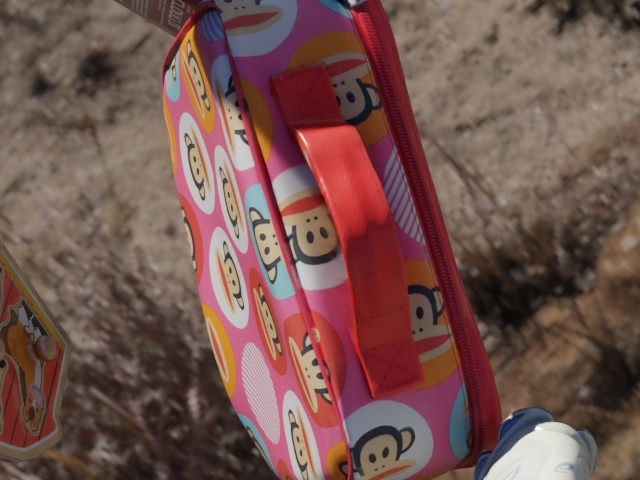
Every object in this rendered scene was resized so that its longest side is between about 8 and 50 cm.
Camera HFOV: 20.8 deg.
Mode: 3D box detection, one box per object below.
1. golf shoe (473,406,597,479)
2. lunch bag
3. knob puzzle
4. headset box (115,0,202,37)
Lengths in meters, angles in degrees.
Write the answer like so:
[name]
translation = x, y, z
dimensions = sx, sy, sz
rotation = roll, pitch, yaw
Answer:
[golf shoe]
translation = 0.085, 0.172, 0.864
dimensions = 0.086, 0.069, 0.176
rotation = -79, 6, -74
[lunch bag]
translation = 0.000, 0.000, 0.977
dimensions = 0.120, 0.258, 0.293
rotation = -15, 85, -13
[knob puzzle]
translation = -0.226, 0.072, 1.229
dimensions = 0.030, 0.213, 0.213
rotation = -19, 48, 15
[headset box]
translation = -0.128, -0.299, 1.302
dimensions = 0.218, 0.293, 0.110
rotation = -59, 1, -13
